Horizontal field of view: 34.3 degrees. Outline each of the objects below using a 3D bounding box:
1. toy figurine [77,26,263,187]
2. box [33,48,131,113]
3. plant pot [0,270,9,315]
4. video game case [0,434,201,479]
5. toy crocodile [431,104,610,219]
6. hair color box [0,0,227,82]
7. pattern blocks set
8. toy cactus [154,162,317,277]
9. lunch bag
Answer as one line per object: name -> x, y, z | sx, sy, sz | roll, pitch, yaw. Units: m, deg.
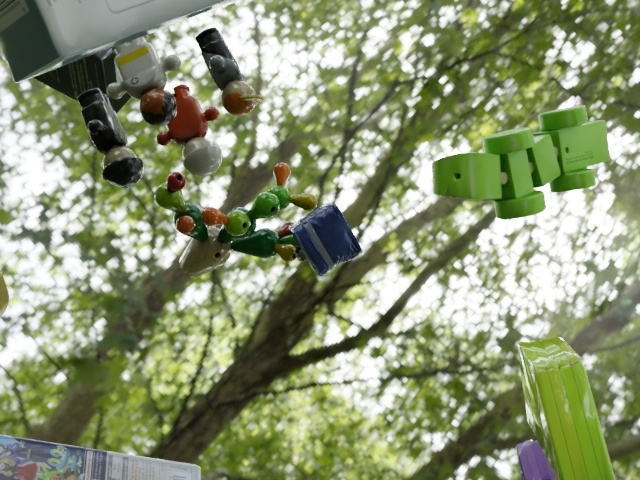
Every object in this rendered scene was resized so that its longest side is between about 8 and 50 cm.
toy figurine -> -0.208, -0.180, 1.433 | 0.209, 0.213, 0.148 | -43, -116, 44
box -> -0.393, -0.315, 1.656 | 0.207, 0.108, 0.153 | 29, -29, 10
plant pot -> -0.466, 0.077, 1.384 | 0.081, 0.081, 0.083 | 28, -31, 25
video game case -> -0.178, 0.242, 0.765 | 0.183, 0.201, 0.023 | 13, -48, -19
toy crocodile -> 0.285, -0.108, 1.408 | 0.105, 0.340, 0.115 | -3, -76, 47
hair color box -> -0.144, -0.302, 0.973 | 0.114, 0.374, 0.185 | -7, -71, 53
pattern blocks set -> 0.115, 0.177, 0.386 | 0.026, 0.325, 0.285 | -12, -79, 5
toy cactus -> -0.112, -0.018, 1.216 | 0.180, 0.219, 0.112 | -38, -125, 43
lunch bag -> 0.000, 0.000, 1.160 | 0.067, 0.065, 0.098 | 60, -4, -4
